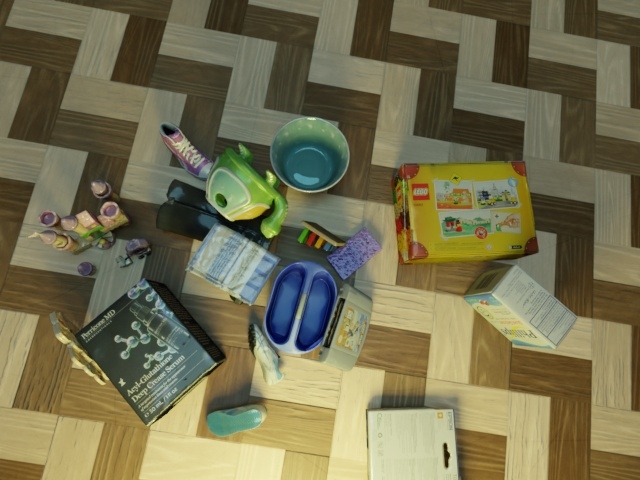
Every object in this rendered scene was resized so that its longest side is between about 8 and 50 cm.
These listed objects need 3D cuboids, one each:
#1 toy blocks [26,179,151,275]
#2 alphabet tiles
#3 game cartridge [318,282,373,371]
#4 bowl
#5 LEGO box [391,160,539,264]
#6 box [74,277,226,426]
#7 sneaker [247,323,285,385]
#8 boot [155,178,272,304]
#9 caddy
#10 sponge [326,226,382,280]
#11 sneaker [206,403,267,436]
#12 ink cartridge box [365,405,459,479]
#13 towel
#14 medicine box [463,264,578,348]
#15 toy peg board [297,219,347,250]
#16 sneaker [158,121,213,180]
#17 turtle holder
[{"bbox_3d":[-0.846,-0.040,1.486,0.288,0.260,0.309,-31,82,-10],"label":"toy blocks"},{"bbox_3d":[-0.813,0.362,1.391,0.021,0.284,0.278,-36,43,-19],"label":"alphabet tiles"},{"bbox_3d":[0.103,0.329,1.518,0.198,0.062,0.298,32,71,-42],"label":"game cartridge"},{"bbox_3d":[-0.046,-0.319,1.648,0.311,0.163,0.312,1,78,-4],"label":"bowl"},{"bbox_3d":[0.562,-0.108,1.630,0.499,0.193,0.373,-2,79,-4],"label":"LEGO box"},{"bbox_3d":[-0.582,0.380,1.443,0.293,0.212,0.395,-42,83,-10],"label":"box"},{"bbox_3d":[-0.206,0.422,1.534,0.086,0.085,0.237,-17,75,-34],"label":"sneaker"},{"bbox_3d":[-0.426,0.001,1.563,0.444,0.146,0.367,23,70,-2],"label":"boot"},{"bbox_3d":[-0.073,0.248,1.522,0.241,0.179,0.342,15,78,0],"label":"caddy"},{"bbox_3d":[0.138,0.053,1.651,0.210,0.031,0.117,-38,82,-9],"label":"sponge"},{"bbox_3d":[-0.302,0.647,1.475,0.228,0.092,0.088,-11,81,14],"label":"sneaker"},{"bbox_3d":[0.334,0.786,1.496,0.329,0.071,0.325,1,78,-7],"label":"ink cartridge box"},{"bbox_3d":[-0.314,0.082,1.467,0.284,0.034,0.209,28,76,5],"label":"towel"},{"bbox_3d":[0.735,0.251,1.532,0.289,0.263,0.149,43,79,6],"label":"medicine box"},{"bbox_3d":[0.000,0.000,1.586,0.160,0.161,0.079,34,99,15],"label":"toy peg board"},{"bbox_3d":[-0.538,-0.358,1.625,0.282,0.161,0.102,40,77,3],"label":"sneaker"},{"bbox_3d":[-0.265,-0.174,1.480,0.227,0.243,0.320,-46,117,1],"label":"turtle holder"}]
